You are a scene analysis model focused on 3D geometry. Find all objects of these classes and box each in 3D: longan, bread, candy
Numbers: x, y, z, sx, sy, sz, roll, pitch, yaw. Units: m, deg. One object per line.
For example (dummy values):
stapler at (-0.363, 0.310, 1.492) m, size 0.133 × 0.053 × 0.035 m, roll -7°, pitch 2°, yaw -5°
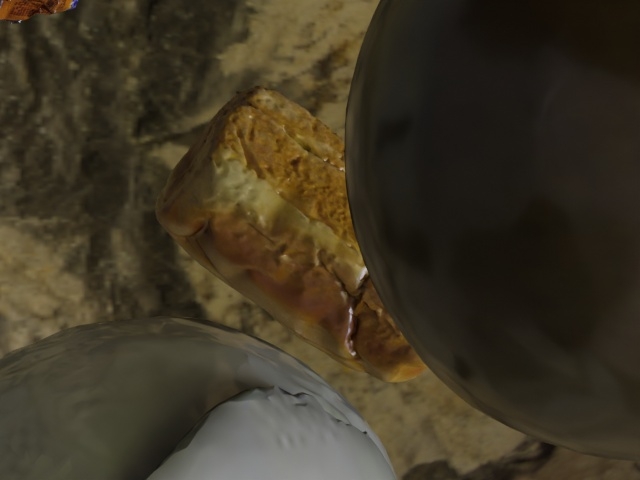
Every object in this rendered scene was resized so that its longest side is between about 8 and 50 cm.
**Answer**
longan at (0.163, -0.050, 0.699) m, size 0.319 × 0.319 × 0.319 m, roll 1°, pitch -88°, yaw 27°
bread at (0.000, 0.000, 1.319) m, size 0.294 × 0.167 × 0.132 m, roll 33°, pitch -35°, yaw -10°
candy at (-0.076, 0.166, 0.522) m, size 0.185 × 0.295 × 0.295 m, roll 6°, pitch -86°, yaw 37°

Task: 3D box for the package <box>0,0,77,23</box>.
package at (-0.264, -0.240, 1.421) m, size 0.077 × 0.111 × 0.033 m, roll -6°, pitch -75°, yaw 45°
